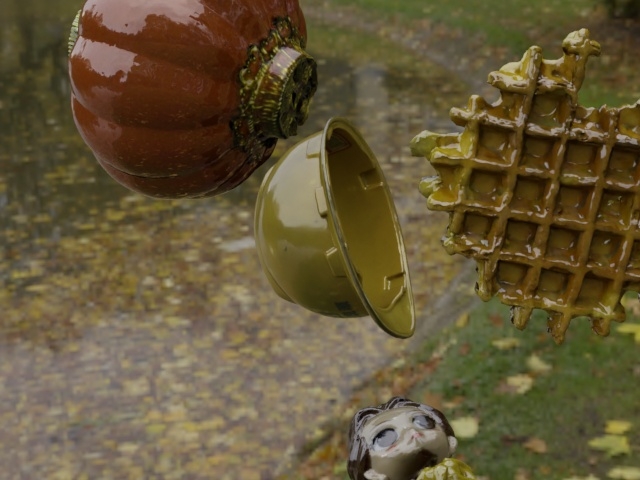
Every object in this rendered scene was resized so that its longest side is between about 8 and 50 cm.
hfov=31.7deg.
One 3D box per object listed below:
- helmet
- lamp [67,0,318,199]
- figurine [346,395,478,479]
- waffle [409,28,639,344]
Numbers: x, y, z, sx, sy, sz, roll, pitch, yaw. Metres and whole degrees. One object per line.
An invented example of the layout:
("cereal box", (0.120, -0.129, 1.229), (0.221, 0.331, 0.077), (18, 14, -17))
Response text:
("helmet", (0.000, 0.000, 1.245), (0.140, 0.257, 0.205), (-17, -18, 22))
("lamp", (-0.102, -0.139, 0.900), (0.196, 0.223, 0.223), (20, 23, 21))
("figurine", (0.123, 0.247, 1.047), (0.187, 0.168, 0.315), (-41, 37, -6))
("waffle", (0.201, -0.040, 0.861), (0.228, 0.232, 0.051), (-32, 12, 5))
